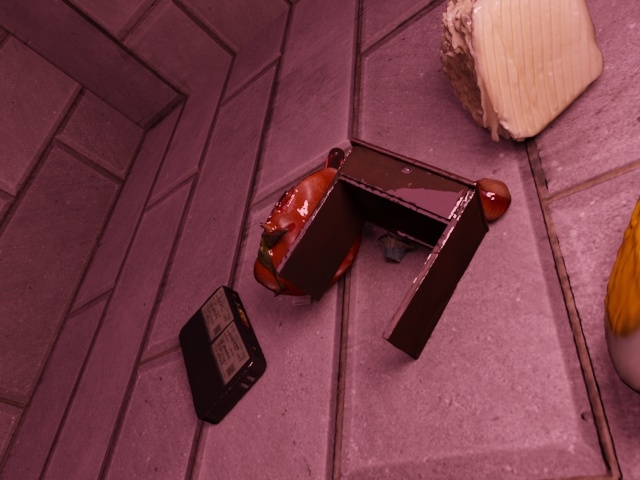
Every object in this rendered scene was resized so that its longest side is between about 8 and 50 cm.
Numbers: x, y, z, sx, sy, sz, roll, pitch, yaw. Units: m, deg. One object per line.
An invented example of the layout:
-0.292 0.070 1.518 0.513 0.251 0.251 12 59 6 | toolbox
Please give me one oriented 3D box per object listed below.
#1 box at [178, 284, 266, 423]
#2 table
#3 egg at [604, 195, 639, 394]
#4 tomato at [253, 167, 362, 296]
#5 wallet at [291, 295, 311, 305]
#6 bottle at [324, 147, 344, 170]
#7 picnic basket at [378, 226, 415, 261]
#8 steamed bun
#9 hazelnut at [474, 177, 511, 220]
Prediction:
-0.264 0.282 1.273 0.211 0.058 0.350 -47 35 7 | box
0.114 0.015 0.871 0.250 0.196 0.282 28 82 31 | table
0.451 0.018 0.493 0.200 0.337 0.337 15 68 15 | egg
0.002 0.004 1.080 0.170 0.309 0.309 39 93 18 | tomato
-0.035 0.098 1.191 0.061 0.025 0.122 -21 46 47 | wallet
0.034 -0.180 1.316 0.060 0.060 0.164 -20 46 38 | bottle
0.158 0.000 1.015 0.083 0.065 0.083 13 87 58 | picnic basket
0.344 -0.361 0.928 0.273 0.290 0.272 -32 31 0 | steamed bun
0.306 -0.075 0.899 0.086 0.086 0.087 -30 41 30 | hazelnut
